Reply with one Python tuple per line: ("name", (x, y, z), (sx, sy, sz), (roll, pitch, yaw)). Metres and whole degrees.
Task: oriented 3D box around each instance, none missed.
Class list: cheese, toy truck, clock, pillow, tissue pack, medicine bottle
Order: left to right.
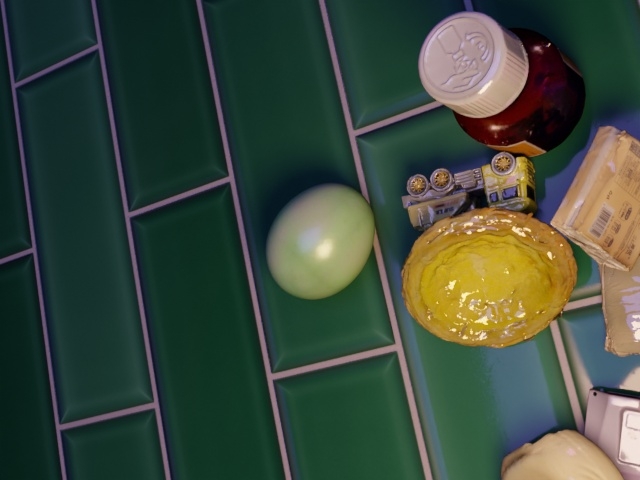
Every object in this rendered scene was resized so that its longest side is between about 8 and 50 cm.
("toy truck", (0.311, -0.075, 1.659), (0.272, 0.124, 0.157), (-14, 78, 24))
("medicine bottle", (0.349, -0.303, 1.525), (0.242, 0.395, 0.242), (-5, 79, 29))
("cheese", (0.446, 0.478, 1.473), (0.233, 0.127, 0.266), (66, 151, 21))
("tissue pack", (0.549, -0.078, 1.496), (0.090, 0.186, 0.222), (14, 76, 61))
("pillow", (0.598, 0.123, 1.535), (0.119, 0.053, 0.208), (-7, 80, 28))
("clock", (0.607, 0.384, 1.484), (0.253, 0.083, 0.186), (5, 86, 27))

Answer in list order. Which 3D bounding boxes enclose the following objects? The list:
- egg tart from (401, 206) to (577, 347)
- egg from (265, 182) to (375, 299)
("egg tart", (0.330, 0.058, 1.582), (0.345, 0.132, 0.345), (7, 126, 9))
("egg", (0.000, 0.000, 1.748), (0.220, 0.220, 0.269), (34, 98, 25))
